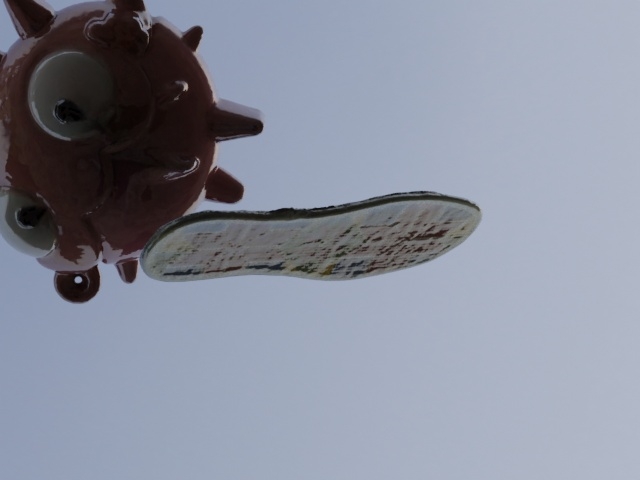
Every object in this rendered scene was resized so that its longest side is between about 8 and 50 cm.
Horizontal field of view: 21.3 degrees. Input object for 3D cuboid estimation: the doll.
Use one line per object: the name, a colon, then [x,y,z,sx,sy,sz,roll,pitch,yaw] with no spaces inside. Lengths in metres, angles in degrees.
doll: [-0.143,-0.081,1.129,0.211,0.093,0.262,17,-72,-10]

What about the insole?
insole: [0.000,0.000,0.841,0.193,0.065,0.006,-3,-128,-33]
